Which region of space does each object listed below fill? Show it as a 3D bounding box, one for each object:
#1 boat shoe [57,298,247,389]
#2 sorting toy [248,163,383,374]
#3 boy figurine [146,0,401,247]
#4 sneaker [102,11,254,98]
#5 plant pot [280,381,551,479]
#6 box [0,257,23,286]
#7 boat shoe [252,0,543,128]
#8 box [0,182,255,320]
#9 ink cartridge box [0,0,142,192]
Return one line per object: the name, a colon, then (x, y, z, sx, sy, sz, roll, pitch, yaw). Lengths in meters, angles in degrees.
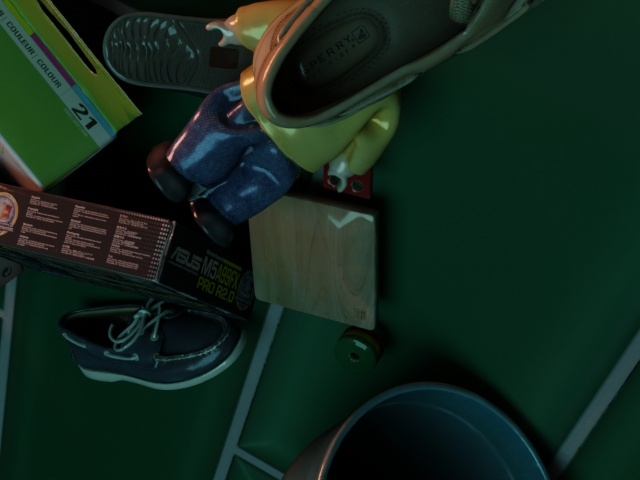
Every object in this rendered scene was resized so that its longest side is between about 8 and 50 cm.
boat shoe: (-0.193, 0.105, 1.160, 0.254, 0.095, 0.079, -2, 131, 41)
sorting toy: (0.000, 0.000, 1.006, 0.132, 0.046, 0.274, 13, 127, 22)
boy figurine: (-0.012, -0.125, 0.830, 0.285, 0.092, 0.177, -41, 112, 15)
sneaker: (-0.079, -0.164, 0.930, 0.222, 0.118, 0.083, 12, 102, -10)
plant pot: (0.059, 0.303, 1.055, 0.271, 0.271, 0.255, 46, 147, -5)
box: (-0.434, -0.045, 1.112, 0.148, 0.127, 0.232, 38, 150, 31)
boat shoe: (0.099, -0.187, 0.701, 0.341, 0.110, 0.121, -40, 102, 11)
box: (-0.220, 0.009, 1.038, 0.270, 0.060, 0.216, 11, 170, 22)
ink cartridge box: (-0.279, -0.144, 0.958, 0.189, 0.097, 0.255, 52, 163, -11)
